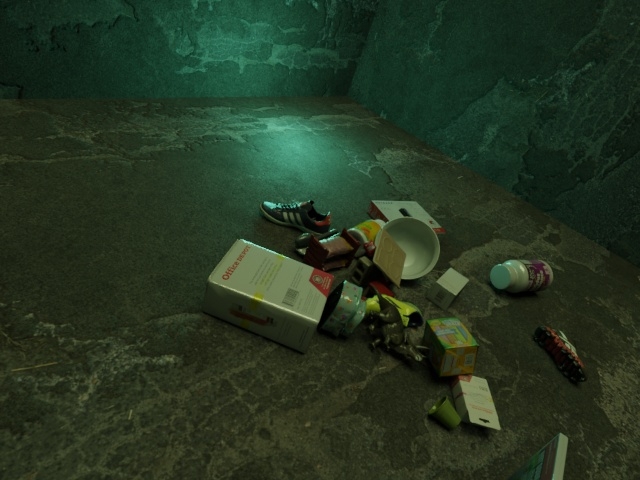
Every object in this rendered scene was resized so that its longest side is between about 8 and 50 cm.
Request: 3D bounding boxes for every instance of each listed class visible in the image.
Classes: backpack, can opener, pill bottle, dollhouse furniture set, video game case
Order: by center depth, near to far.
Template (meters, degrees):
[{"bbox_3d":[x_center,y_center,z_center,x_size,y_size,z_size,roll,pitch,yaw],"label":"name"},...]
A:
[{"bbox_3d":[0.543,0.653,1.100,0.025,0.285,0.204,34,35,19],"label":"video game case"},{"bbox_3d":[0.087,0.245,1.516,0.144,0.188,0.166,22,33,2],"label":"backpack"},{"bbox_3d":[0.124,0.125,1.738,0.201,0.152,0.374,-14,47,-41],"label":"dollhouse furniture set"},{"bbox_3d":[0.000,0.000,1.902,0.074,0.093,0.280,37,37,30],"label":"can opener"},{"bbox_3d":[0.224,-0.022,2.016,0.136,0.136,0.246,37,36,22],"label":"pill bottle"},{"bbox_3d":[1.019,0.182,2.133,0.302,0.169,0.169,0,39,-27],"label":"pill bottle"}]

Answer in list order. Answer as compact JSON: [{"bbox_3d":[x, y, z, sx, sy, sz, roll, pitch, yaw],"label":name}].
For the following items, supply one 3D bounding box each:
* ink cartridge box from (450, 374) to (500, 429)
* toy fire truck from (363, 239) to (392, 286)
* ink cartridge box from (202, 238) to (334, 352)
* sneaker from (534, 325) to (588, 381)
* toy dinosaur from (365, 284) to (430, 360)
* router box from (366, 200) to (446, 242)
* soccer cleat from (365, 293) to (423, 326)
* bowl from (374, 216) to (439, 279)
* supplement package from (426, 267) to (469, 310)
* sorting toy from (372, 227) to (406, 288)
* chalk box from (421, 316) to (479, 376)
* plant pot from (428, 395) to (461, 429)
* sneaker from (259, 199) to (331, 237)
[{"bbox_3d":[0.522,0.557,1.423,0.115,0.067,0.198,17,32,-5],"label":"ink cartridge box"},{"bbox_3d":[0.250,0.103,1.815,0.047,0.192,0.135,-27,45,-1],"label":"toy fire truck"},{"bbox_3d":[-0.176,0.185,1.482,0.385,0.160,0.279,22,33,2],"label":"ink cartridge box"},{"bbox_3d":[1.055,0.479,1.796,0.135,0.097,0.276,3,36,-22],"label":"sneaker"},{"bbox_3d":[0.251,0.313,1.537,0.160,0.121,0.313,-13,72,-37],"label":"toy dinosaur"},{"bbox_3d":[0.470,-0.102,2.313,0.336,0.082,0.301,-2,40,-31],"label":"router box"},{"bbox_3d":[0.286,0.282,1.632,0.289,0.093,0.121,11,31,-31],"label":"soccer cleat"},{"bbox_3d":[0.394,0.048,1.961,0.298,0.134,0.297,-1,75,2],"label":"bowl"},{"bbox_3d":[0.578,0.219,1.899,0.105,0.105,0.179,36,37,22],"label":"supplement package"},{"bbox_3d":[0.292,0.076,1.784,0.193,0.038,0.208,45,44,-29],"label":"sorting toy"},{"bbox_3d":[0.457,0.369,1.527,0.132,0.132,0.213,-4,25,-9],"label":"chalk box"},{"bbox_3d":[0.408,0.562,1.353,0.079,0.083,0.083,46,39,15],"label":"plant pot"},{"bbox_3d":[-0.112,-0.140,1.989,0.350,0.148,0.131,19,33,-2],"label":"sneaker"}]
